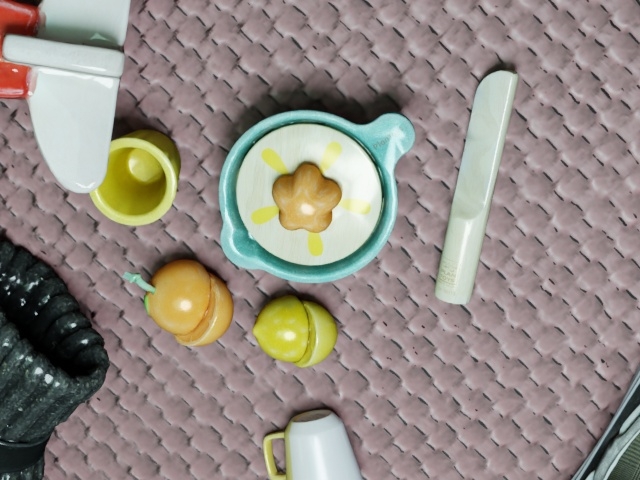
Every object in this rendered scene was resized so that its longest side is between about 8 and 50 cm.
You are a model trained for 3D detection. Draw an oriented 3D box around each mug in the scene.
[{"bbox_3d":[-0.009,0.171,1.443,0.078,0.062,0.064,-10,99,5],"label":"mug"}]

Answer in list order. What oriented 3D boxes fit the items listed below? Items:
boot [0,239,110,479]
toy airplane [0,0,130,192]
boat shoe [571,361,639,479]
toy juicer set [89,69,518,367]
[{"bbox_3d":[-0.235,0.186,1.441,0.348,0.131,0.260,43,109,-6],"label":"boot"},{"bbox_3d":[-0.322,-0.153,1.301,0.386,0.272,0.384,-42,113,-18],"label":"toy airplane"},{"bbox_3d":[0.234,0.213,1.383,0.121,0.119,0.335,20,107,9],"label":"boat shoe"},{"bbox_3d":[0.000,0.000,1.367,0.329,0.089,0.209,-8,107,10],"label":"toy juicer set"}]
